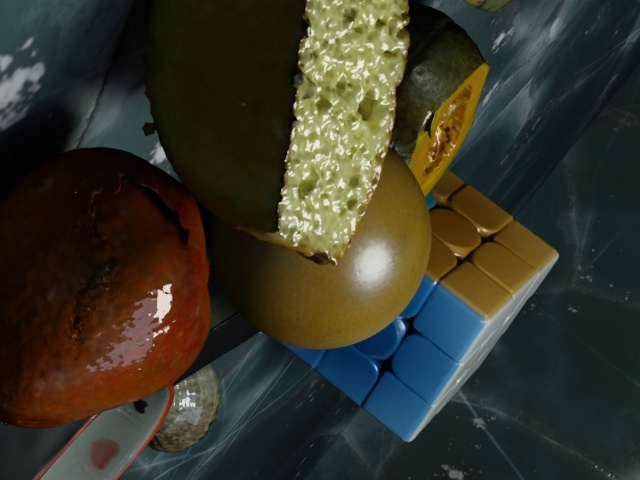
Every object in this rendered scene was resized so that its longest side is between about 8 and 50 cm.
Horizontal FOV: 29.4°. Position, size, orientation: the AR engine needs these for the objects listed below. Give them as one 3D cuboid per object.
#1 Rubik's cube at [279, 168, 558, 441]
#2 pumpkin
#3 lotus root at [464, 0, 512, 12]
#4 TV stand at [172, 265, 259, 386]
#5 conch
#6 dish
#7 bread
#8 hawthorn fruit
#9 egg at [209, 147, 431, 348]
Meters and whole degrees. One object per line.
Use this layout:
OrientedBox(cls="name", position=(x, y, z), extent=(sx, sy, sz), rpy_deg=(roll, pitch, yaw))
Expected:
OrientedBox(cls="Rubik's cube", position=(0.148, 0.082, 1.940), extent=(0.291, 0.292, 0.290), rpy_deg=(-33, 156, -51))
OrientedBox(cls="pumpkin", position=(0.096, -0.146, 1.565), extent=(0.222, 0.139, 0.317), rpy_deg=(-48, 168, -24))
OrientedBox(cls="lotus root", position=(0.222, -0.376, 1.402), extent=(0.241, 0.123, 0.124), rpy_deg=(-59, 170, 24))
OrientedBox(cls="TV stand", position=(-0.126, 0.087, 1.559), extent=(0.269, 0.083, 0.088), rpy_deg=(-30, 156, -51))
OrientedBox(cls="conch", position=(-0.198, 0.194, 1.586), extent=(0.130, 0.155, 0.207), rpy_deg=(-8, 163, 11))
OrientedBox(cls="dish", position=(-0.280, 0.201, 1.303), extent=(0.256, 0.117, 0.256), rpy_deg=(-47, 165, -17))
OrientedBox(cls="bread", position=(-0.042, -0.157, 1.006), extent=(0.194, 0.179, 0.340), rpy_deg=(-11, 113, -61))
OrientedBox(cls="hawthorn fruit", position=(-0.224, 0.060, 0.993), extent=(0.299, 0.211, 0.211), rpy_deg=(-35, 161, -17))
OrientedBox(cls="egg", position=(0.000, 0.000, 1.394), extent=(0.250, 0.250, 0.322), rpy_deg=(-49, 170, -9))
